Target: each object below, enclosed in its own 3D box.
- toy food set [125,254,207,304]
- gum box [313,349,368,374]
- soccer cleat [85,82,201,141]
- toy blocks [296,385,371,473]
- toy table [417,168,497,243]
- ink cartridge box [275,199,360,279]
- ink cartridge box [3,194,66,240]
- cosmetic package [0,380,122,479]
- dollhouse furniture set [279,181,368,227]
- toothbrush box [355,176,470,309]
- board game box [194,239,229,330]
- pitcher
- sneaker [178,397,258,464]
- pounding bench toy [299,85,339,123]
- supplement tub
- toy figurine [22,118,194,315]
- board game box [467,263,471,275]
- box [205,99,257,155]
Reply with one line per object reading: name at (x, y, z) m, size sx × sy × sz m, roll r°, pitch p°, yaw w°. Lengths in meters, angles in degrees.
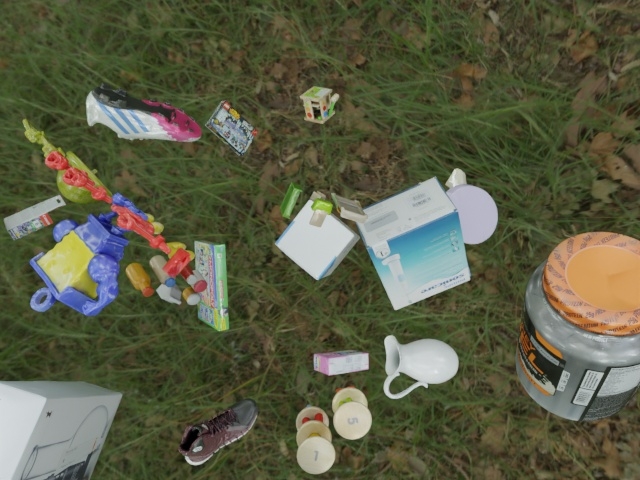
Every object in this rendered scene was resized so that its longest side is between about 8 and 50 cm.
toy food set at (-0.363, 0.114, 1.171) m, size 0.111 × 0.232 × 0.104 m, roll -47°, pitch 52°, yaw -2°
gum box at (0.083, 0.454, 1.732) m, size 0.107 × 0.188 × 0.062 m, roll -6°, pitch 83°, yaw 60°
soccer cleat at (-0.537, -0.359, 1.408) m, size 0.143 × 0.331 × 0.116 m, roll -48°, pitch 39°, yaw 36°
toy blocks at (0.015, 0.264, 0.696) m, size 0.123 × 0.148 × 0.054 m, roll -43°, pitch 95°, yaw -1°
toy table at (0.446, -0.105, 1.535) m, size 0.252 × 0.274 × 0.161 m, roll -50°, pitch 39°, yaw -2°
ink cartridge box at (0.000, 0.000, 1.658) m, size 0.197 × 0.270 × 0.198 m, roll 40°, pitch 95°, yaw 8°
ink cartridge box at (-0.579, -0.048, 0.946) m, size 0.063 × 0.115 × 0.029 m, roll 34°, pitch 146°, yaw 44°
cosmetic package at (-0.470, 0.416, 0.712) m, size 0.097 × 0.284 × 0.377 m, roll 15°, pitch 73°, yaw 5°
dollhouse furniture set at (0.007, -0.054, 0.850) m, size 0.151 × 0.076 × 0.059 m, roll 15°, pitch 114°, yaw -22°
toothbrush box at (0.232, 0.020, 1.139) m, size 0.216 × 0.295 × 0.126 m, roll -24°, pitch 47°, yaw 6°
board game box at (-0.417, 0.164, 1.761) m, size 0.213 × 0.046 × 0.317 m, roll 8°, pitch 101°, yaw 56°
pitcher at (0.282, 0.370, 1.330) m, size 0.207 × 0.125 × 0.178 m, roll 10°, pitch 92°, yaw -19°
sneaker at (-0.334, 0.607, 1.496) m, size 0.281 × 0.162 × 0.106 m, roll -38°, pitch 57°, yaw -17°
pounding bench toy at (0.007, -0.293, 1.017) m, size 0.083 × 0.052 × 0.065 m, roll 21°, pitch 142°, yaw 32°
supplement tub at (0.420, 0.142, 0.727) m, size 0.193 × 0.316 × 0.194 m, roll -9°, pitch 49°, yaw 10°
toy figurine at (-0.397, -0.001, 0.714) m, size 0.362 × 0.191 × 0.217 m, roll 35°, pitch 83°, yaw 29°
board game box at (0.388, 0.073, 1.364) m, size 0.090 × 0.020 × 0.090 m, roll -17°, pitch 96°, yaw 13°
box at (-0.258, -0.327, 1.348) m, size 0.027 × 0.137 × 0.094 m, roll 5°, pitch 61°, yaw 48°
